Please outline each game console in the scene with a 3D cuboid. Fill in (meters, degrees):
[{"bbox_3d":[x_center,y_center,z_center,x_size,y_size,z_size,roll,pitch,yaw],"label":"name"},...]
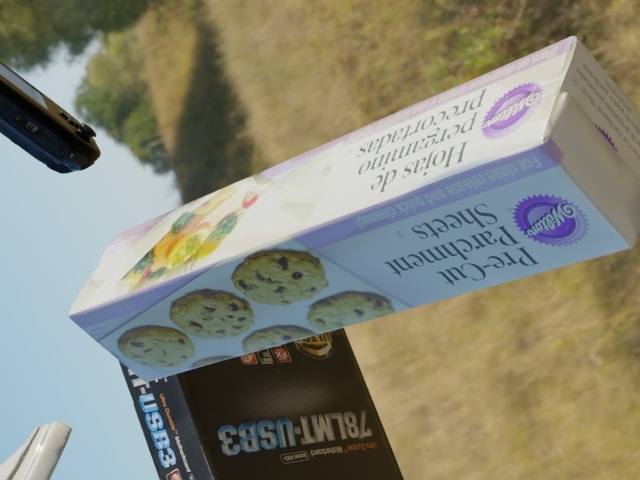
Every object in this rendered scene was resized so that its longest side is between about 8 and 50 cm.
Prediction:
[{"bbox_3d":[-0.291,-0.169,0.786,0.361,0.044,0.213,39,-169,-24],"label":"game console"}]

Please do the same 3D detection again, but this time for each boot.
[{"bbox_3d":[-0.348,0.268,1.163,0.123,0.258,0.095,30,170,-6],"label":"boot"}]

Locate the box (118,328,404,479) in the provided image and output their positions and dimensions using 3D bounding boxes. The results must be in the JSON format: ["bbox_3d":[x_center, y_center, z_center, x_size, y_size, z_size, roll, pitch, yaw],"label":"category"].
[{"bbox_3d":[-0.049,0.177,1.187,0.295,0.073,0.293,7,-125,-54],"label":"box"}]

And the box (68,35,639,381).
[{"bbox_3d":[0.000,0.000,0.578,0.067,0.324,0.063,44,-130,-26],"label":"box"}]
